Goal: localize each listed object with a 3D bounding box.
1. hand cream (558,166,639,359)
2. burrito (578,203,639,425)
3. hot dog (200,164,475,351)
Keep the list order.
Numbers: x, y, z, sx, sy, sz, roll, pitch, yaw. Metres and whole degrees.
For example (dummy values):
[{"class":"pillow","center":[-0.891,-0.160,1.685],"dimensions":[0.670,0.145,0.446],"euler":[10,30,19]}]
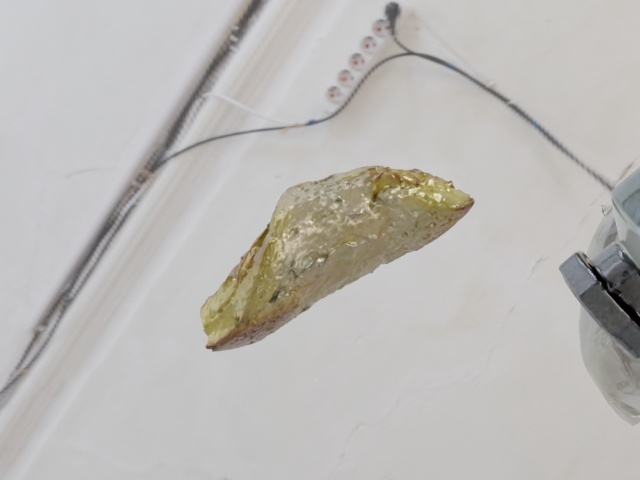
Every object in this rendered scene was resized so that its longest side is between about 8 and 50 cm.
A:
[{"class":"hand cream","center":[0.184,-0.056,0.319],"dimensions":[0.256,0.088,0.055],"euler":[-40,-133,16]},{"class":"burrito","center":[0.318,-0.043,0.554],"dimensions":[0.445,0.101,0.139],"euler":[-36,-137,37]},{"class":"hot dog","center":[0.000,-0.001,0.595],"dimensions":[0.169,0.078,0.061],"euler":[-28,-107,-16]}]
